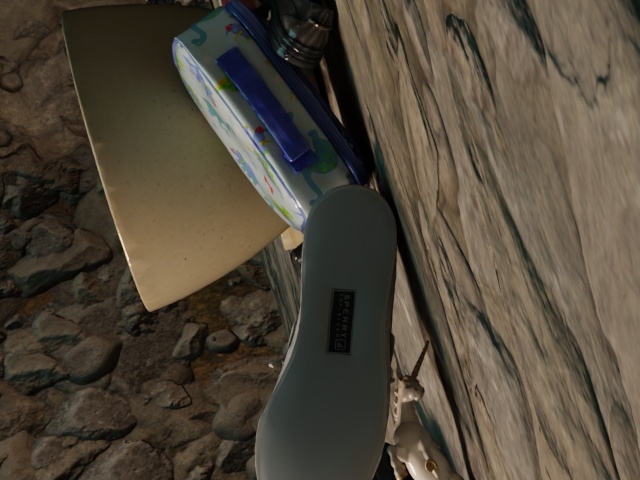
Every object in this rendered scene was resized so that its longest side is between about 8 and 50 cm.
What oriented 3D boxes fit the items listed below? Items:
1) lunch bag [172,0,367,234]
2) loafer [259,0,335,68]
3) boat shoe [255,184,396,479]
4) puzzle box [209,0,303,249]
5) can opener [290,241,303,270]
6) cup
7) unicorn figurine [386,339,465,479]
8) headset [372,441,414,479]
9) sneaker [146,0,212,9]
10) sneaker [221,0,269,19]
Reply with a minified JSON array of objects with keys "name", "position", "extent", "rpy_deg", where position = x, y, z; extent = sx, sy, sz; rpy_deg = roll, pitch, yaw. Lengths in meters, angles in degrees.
[{"name":"lunch bag","position":[-0.046,-0.112,1.589],"extent":[0.219,0.090,0.176],"rpy_deg":[53,175,5]},{"name":"loafer","position":[-0.022,-0.228,1.540],"extent":[0.061,0.062,0.170],"rpy_deg":[-53,42,30]},{"name":"boat shoe","position":[0.012,0.107,1.497],"extent":[0.105,0.113,0.306],"rpy_deg":[51,-138,-78]},{"name":"puzzle box","position":[-0.092,-0.221,2.335],"extent":[0.272,0.052,0.408],"rpy_deg":[-115,10,-61]},{"name":"can opener","position":[0.000,0.000,1.982],"extent":[0.186,0.073,0.059],"rpy_deg":[31,-146,-84]},{"name":"cup","position":[-0.116,-0.116,1.818],"extent":[0.331,0.237,0.331],"rpy_deg":[163,90,-87]},{"name":"unicorn figurine","position":[0.093,0.185,1.465],"extent":[0.111,0.060,0.161],"rpy_deg":[-92,-16,-72]},{"name":"headset","position":[0.033,0.300,1.597],"extent":[0.394,0.243,0.185],"rpy_deg":[14,153,52]},{"name":"sneaker","position":[-0.190,-0.316,2.409],"extent":[0.122,0.110,0.283],"rpy_deg":[50,-160,-54]},{"name":"sneaker","position":[-0.145,-0.370,1.938],"extent":[0.116,0.136,0.313],"rpy_deg":[-115,10,-68]}]
